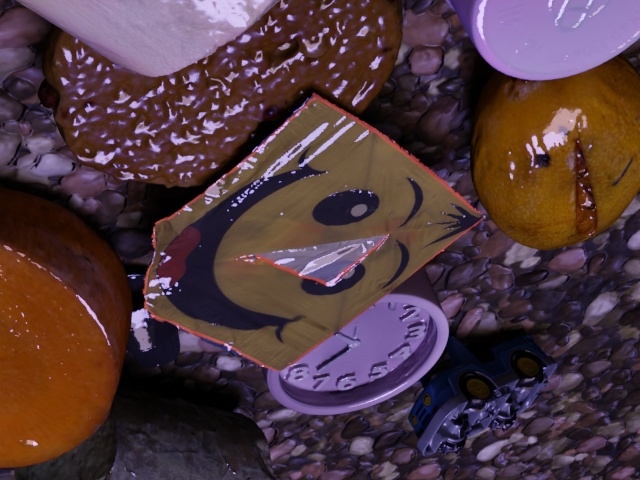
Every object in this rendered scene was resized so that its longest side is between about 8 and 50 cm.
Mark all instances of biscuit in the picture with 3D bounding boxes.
[{"bbox_3d":[-0.076,-0.151,1.140,0.296,0.075,0.296,-13,143,-10],"label":"biscuit"}]

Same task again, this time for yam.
[{"bbox_3d":[-0.168,0.238,1.495,0.268,0.161,0.161,21,125,-40],"label":"yam"}]

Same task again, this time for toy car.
[{"bbox_3d":[0.171,0.162,1.626,0.191,0.100,0.097,-18,146,-39],"label":"toy car"}]

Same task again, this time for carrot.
[{"bbox_3d":[-0.302,0.071,1.278,0.258,0.100,0.307,-24,130,10],"label":"carrot"}]

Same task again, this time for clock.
[{"bbox_3d":[0.030,0.095,1.492,0.197,0.068,0.197,-13,141,-11],"label":"clock"}]

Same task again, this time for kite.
[{"bbox_3d":[0.001,0.002,1.304,0.327,0.013,0.377,-8,140,-17],"label":"kite"}]

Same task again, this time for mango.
[{"bbox_3d":[0.229,-0.074,1.342,0.177,0.120,0.295,-27,142,0],"label":"mango"}]

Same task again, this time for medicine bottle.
[{"bbox_3d":[0.126,-0.245,0.982,0.152,0.254,0.152,-13,141,-11],"label":"medicine bottle"}]

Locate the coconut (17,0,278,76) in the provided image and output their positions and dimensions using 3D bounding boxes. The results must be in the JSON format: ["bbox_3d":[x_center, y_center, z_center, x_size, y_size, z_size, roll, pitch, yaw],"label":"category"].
[{"bbox_3d":[-0.104,-0.229,0.909,0.244,0.239,0.239,23,124,-42],"label":"coconut"}]

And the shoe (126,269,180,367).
[{"bbox_3d":[-0.166,0.089,1.405,0.062,0.053,0.159,-16,144,-3],"label":"shoe"}]
